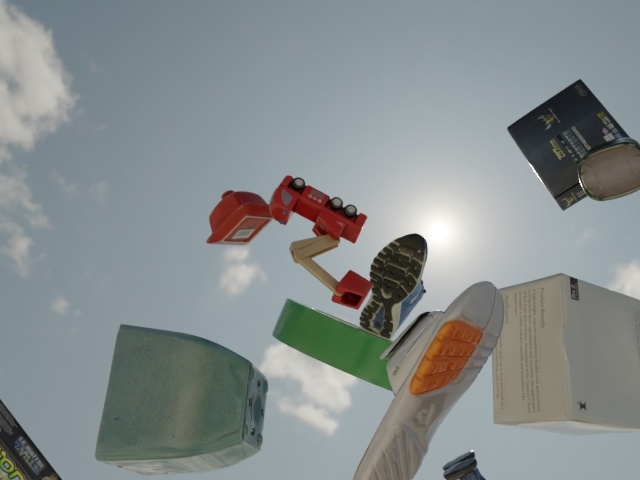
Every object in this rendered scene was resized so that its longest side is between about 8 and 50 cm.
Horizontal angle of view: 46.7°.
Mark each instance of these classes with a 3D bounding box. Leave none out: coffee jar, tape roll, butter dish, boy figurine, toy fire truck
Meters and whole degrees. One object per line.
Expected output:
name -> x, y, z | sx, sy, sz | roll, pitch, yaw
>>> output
coffee jar -> 0.452, -0.113, 1.142 | 0.096, 0.184, 0.079 | -19, -87, 25
tape roll -> 0.072, 0.199, 1.354 | 0.321, 0.077, 0.321 | 22, -4, 2
butter dish -> -0.203, -0.071, 1.804 | 0.160, 0.118, 0.160 | -44, -24, 26
boy figurine -> 0.376, 0.605, 1.623 | 0.092, 0.177, 0.285 | -29, -90, 7
toy fire truck -> 0.000, 0.000, 1.063 | 0.192, 0.135, 0.047 | 28, -33, 4

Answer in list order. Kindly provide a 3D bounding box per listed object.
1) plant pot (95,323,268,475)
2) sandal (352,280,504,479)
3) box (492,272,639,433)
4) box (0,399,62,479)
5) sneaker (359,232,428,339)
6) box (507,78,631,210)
plant pot -> -0.238, 0.313, 1.406 | 0.252, 0.248, 0.247 | 0, -24, 11
sandal -> 0.090, 0.145, 0.753 | 0.076, 0.265, 0.102 | 26, -12, 44
box -> 0.325, 0.155, 0.968 | 0.182, 0.181, 0.119 | 16, -23, -34
box -> -0.378, 0.266, 0.859 | 0.114, 0.036, 0.207 | -34, -85, 21
sneaker -> 0.198, 0.105, 1.880 | 0.130, 0.147, 0.330 | 33, -49, 18
box -> 0.515, -0.199, 1.519 | 0.183, 0.233, 0.059 | -34, -43, 17
